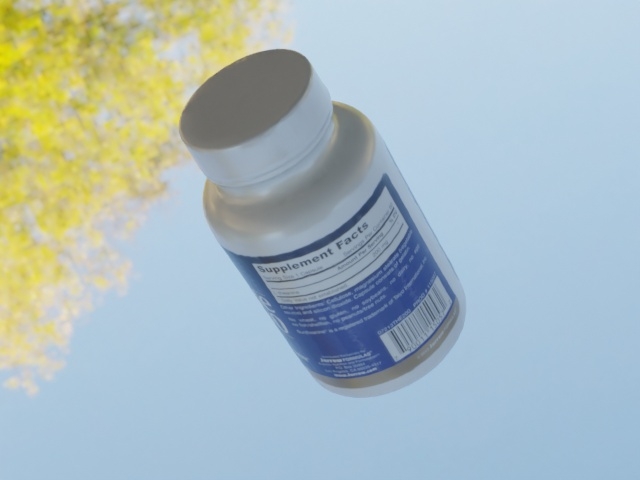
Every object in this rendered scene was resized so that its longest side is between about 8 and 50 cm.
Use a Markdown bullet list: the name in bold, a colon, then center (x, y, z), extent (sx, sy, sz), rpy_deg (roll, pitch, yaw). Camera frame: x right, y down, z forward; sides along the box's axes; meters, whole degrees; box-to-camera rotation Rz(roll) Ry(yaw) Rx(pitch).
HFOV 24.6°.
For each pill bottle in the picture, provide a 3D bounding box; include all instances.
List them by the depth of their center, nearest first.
- **pill bottle**: center (0.000, -0.006, 0.511), extent (0.067, 0.120, 0.067), rpy_deg (-19, -141, 16)
